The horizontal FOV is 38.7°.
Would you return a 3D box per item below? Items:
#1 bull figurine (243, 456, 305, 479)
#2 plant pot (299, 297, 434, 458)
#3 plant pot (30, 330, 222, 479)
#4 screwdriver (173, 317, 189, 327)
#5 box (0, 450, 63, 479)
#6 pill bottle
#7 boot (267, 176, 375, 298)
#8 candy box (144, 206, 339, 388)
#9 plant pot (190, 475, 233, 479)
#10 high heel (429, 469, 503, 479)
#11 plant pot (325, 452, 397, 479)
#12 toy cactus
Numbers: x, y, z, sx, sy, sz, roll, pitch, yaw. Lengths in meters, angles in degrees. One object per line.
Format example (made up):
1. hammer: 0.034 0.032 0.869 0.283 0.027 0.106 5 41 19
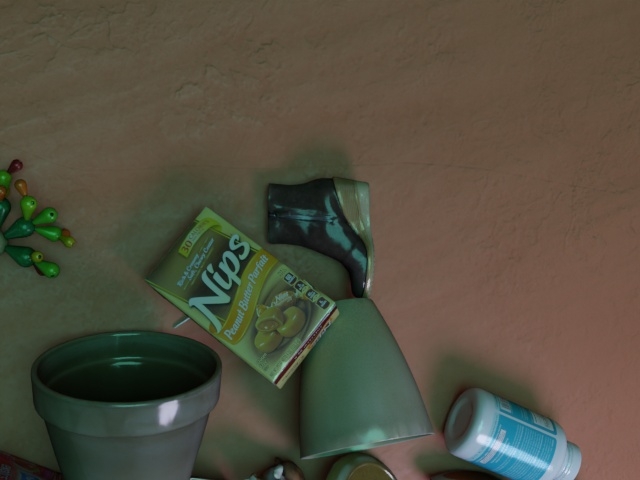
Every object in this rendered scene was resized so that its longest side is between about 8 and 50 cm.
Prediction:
1. bull figurine: -0.037 0.553 1.699 0.101 0.188 0.310 -33 70 9
2. plant pot: 0.064 0.258 1.741 0.256 0.256 0.274 -6 74 -15
3. plant pot: -0.339 0.345 1.602 0.323 0.323 0.281 0 105 -15
4. screwdriver: -0.211 0.123 1.762 0.169 0.025 0.024 -33 97 -14
5. box: -0.524 0.474 1.530 0.142 0.300 0.154 25 82 -13
6. pill bottle: 0.396 0.411 1.855 0.264 0.146 0.146 25 83 -13
7. boot: 0.000 0.000 1.806 0.206 0.090 0.249 -4 91 -3
8. candy box: -0.144 0.104 1.683 0.316 0.087 0.183 36 79 15
9. plant pot: -0.209 0.497 1.718 0.109 0.096 0.109 10 87 -14
10. high heel: 0.383 0.588 1.866 0.377 0.127 0.182 14 92 -10
11. plant pot: 0.099 0.526 1.762 0.236 0.032 0.236 25 52 -37
12. toy cactus: -0.555 -0.019 1.649 0.180 0.112 0.219 -27 99 5
